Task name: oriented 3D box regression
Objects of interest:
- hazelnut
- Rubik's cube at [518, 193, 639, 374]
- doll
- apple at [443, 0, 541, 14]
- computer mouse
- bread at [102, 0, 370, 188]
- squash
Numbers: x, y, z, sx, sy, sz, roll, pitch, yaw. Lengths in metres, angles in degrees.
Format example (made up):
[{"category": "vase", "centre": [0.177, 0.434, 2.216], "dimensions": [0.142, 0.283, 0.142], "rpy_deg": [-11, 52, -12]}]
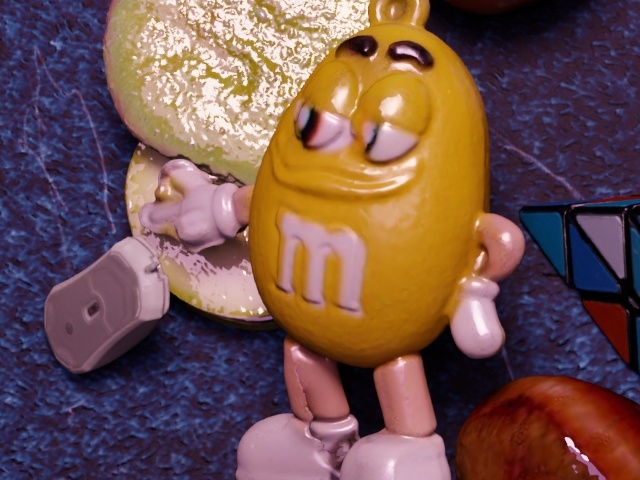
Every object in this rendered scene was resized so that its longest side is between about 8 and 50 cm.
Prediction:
[{"category": "hazelnut", "centre": [0.212, 0.191, 1.315], "dimensions": [0.204, 0.178, 0.178], "rpy_deg": [23, 79, 46]}, {"category": "Rubik's cube", "centre": [0.340, -0.013, 1.398], "dimensions": [0.234, 0.284, 0.250], "rpy_deg": [-30, 38, -18]}, {"category": "doll", "centre": [0.018, 0.032, 1.344], "dimensions": [0.348, 0.161, 0.423], "rpy_deg": [-26, 80, 27]}, {"category": "apple", "centre": [0.159, -0.318, 1.429], "dimensions": [0.218, 0.201, 0.218], "rpy_deg": [-3, 75, 10]}, {"category": "computer mouse", "centre": [-0.187, 0.055, 1.443], "dimensions": [0.182, 0.056, 0.089], "rpy_deg": [-36, 76, 41]}, {"category": "bread", "centre": [-0.052, -0.186, 1.450], "dimensions": [0.301, 0.045, 0.301], "rpy_deg": [0, 84, 1]}, {"category": "squash", "centre": [-0.055, -0.040, 1.480], "dimensions": [0.252, 0.049, 0.252], "rpy_deg": [-2, 76, 7]}]
